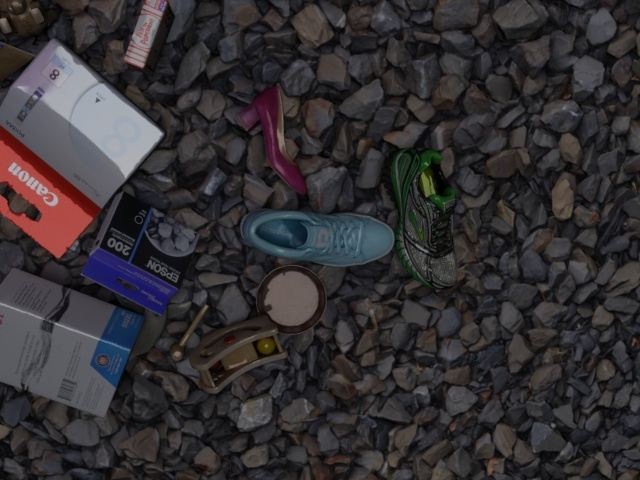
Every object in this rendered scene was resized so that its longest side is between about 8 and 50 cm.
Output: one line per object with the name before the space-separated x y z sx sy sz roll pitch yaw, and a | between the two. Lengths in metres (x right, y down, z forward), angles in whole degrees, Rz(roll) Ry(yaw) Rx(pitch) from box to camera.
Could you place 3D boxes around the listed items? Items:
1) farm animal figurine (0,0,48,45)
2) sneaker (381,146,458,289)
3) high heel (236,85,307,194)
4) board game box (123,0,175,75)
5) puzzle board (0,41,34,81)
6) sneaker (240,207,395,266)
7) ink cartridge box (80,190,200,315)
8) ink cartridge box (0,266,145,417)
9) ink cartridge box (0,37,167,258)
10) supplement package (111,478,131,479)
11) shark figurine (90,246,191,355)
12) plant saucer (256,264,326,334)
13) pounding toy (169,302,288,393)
farm animal figurine | -0.632 -0.572 1.546 0.330 0.172 0.327 -6 111 -12
sneaker | 0.247 -0.046 1.705 0.134 0.146 0.344 -25 102 -32
high heel | -0.078 -0.227 1.695 0.117 0.082 0.244 -36 87 9
board game box | -0.358 -0.430 1.575 0.045 0.193 0.147 21 94 -9
puzzle board | -0.682 -0.381 1.569 0.128 0.096 0.011 -21 67 33
sneaker | 0.000 0.000 1.698 0.365 0.150 0.135 2 98 -7
ink cartridge box | -0.388 0.028 1.630 0.206 0.045 0.208 32 58 -27
ink cartridge box | -0.573 0.226 1.633 0.307 0.129 0.223 22 121 -10
ink cartridge box | -0.577 -0.194 1.633 0.308 0.091 0.385 41 90 -10
supplement package | -0.507 0.703 1.736 0.133 0.139 0.244 -4 99 -5
shark figurine | -0.398 0.116 1.687 0.166 0.116 0.278 -21 101 -5
plant saucer | -0.070 0.139 1.770 0.168 0.029 0.169 -1 97 -6
pounding toy | -0.223 0.234 1.685 0.269 0.154 0.155 -18 111 4
